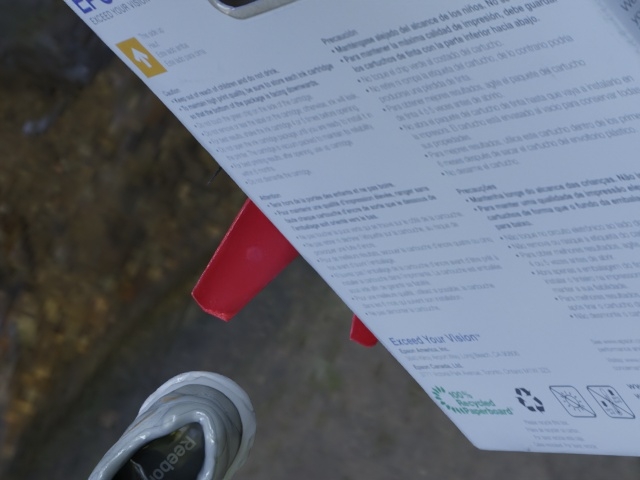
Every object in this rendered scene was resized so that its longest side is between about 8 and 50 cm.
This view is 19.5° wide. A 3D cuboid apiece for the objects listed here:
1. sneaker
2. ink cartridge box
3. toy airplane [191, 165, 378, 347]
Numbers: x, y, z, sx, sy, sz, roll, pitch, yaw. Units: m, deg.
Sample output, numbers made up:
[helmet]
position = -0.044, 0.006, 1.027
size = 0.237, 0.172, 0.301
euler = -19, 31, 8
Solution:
[sneaker]
position = -0.145, 0.202, 1.260
size = 0.099, 0.121, 0.262
euler = 33, 93, 4
[ink cartridge box]
position = 0.073, -0.038, 0.769
size = 0.071, 0.330, 0.324
euler = -49, 20, -23
[toy airplane]
position = 0.000, 0.000, 1.030
size = 0.028, 0.151, 0.151
euler = -10, 63, 63
